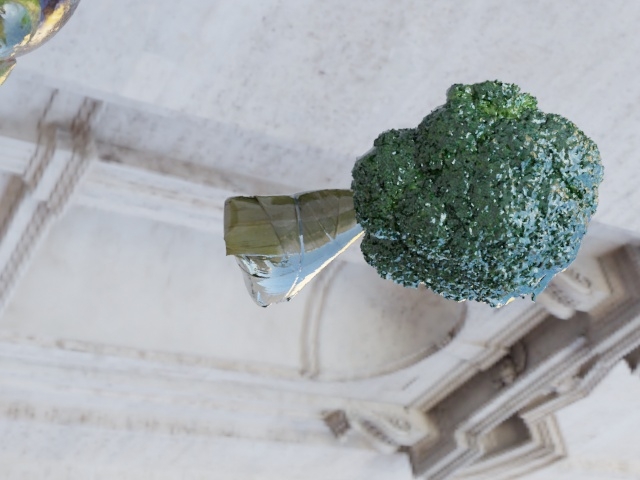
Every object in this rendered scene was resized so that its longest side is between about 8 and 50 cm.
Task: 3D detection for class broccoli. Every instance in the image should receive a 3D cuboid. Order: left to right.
[{"bbox_3d":[0.183,-0.052,1.165,0.245,0.294,0.265,-156,-130,-79],"label":"broccoli"}]

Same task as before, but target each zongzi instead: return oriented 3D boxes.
[{"bbox_3d":[0.000,0.000,1.415,0.228,0.256,0.115,78,-2,-64],"label":"zongzi"}]

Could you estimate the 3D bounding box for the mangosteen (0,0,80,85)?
[{"bbox_3d":[-0.393,-0.321,1.119,0.300,0.300,0.300,-28,-124,53],"label":"mangosteen"}]
